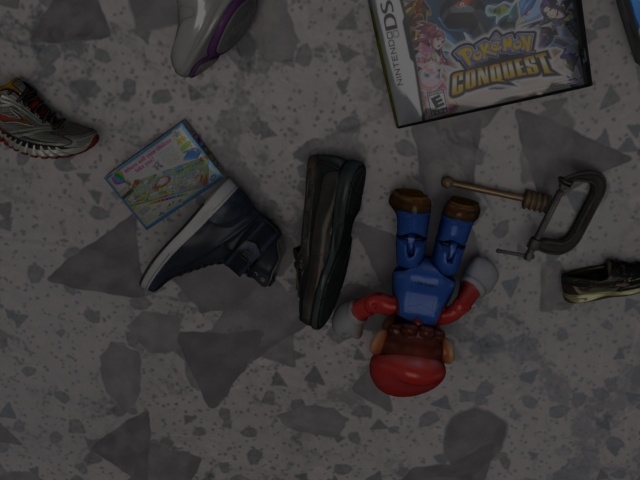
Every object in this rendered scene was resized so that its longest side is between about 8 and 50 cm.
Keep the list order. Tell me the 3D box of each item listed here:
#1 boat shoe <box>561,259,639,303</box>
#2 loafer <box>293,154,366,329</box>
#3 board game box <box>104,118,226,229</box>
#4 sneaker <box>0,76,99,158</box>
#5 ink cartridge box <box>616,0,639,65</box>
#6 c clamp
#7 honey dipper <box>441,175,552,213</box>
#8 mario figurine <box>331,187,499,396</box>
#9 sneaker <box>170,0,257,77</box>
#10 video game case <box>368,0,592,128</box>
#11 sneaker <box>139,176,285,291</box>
[{"bbox_3d":[0.436,0.054,1.230,0.152,0.056,0.049,-17,115,12],"label":"boat shoe"},{"bbox_3d":[0.000,0.000,1.240,0.084,0.096,0.267,19,107,19],"label":"loafer"},{"bbox_3d":[-0.233,-0.098,1.242,0.154,0.026,0.103,-32,106,16],"label":"board game box"},{"bbox_3d":[-0.431,-0.181,1.193,0.225,0.088,0.092,18,111,-3],"label":"sneaker"},{"bbox_3d":[0.508,-0.324,1.055,0.231,0.078,0.134,-21,109,12],"label":"ink cartridge box"},{"bbox_3d":[0.344,-0.034,1.191,0.137,0.022,0.160,14,112,-31],"label":"c clamp"},{"bbox_3d":[0.256,-0.070,1.209,0.161,0.030,0.030,13,113,2],"label":"honey dipper"},{"bbox_3d":[0.142,0.082,1.256,0.198,0.170,0.320,20,106,36],"label":"mario figurine"},{"bbox_3d":[-0.148,-0.369,1.094,0.152,0.114,0.305,27,108,9],"label":"sneaker"},{"bbox_3d":[0.210,-0.300,1.115,0.275,0.035,0.248,-11,111,10],"label":"video game case"},{"bbox_3d":[-0.157,0.037,1.259,0.163,0.086,0.226,43,108,-9],"label":"sneaker"}]
